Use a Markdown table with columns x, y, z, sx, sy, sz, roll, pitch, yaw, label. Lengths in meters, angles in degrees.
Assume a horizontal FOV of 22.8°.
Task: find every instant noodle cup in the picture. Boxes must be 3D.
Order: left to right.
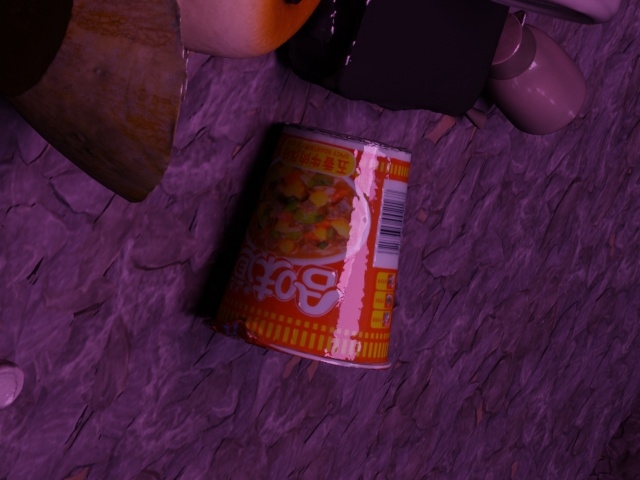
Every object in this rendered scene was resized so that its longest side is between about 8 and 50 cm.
| x | y | z | sx | sy | sz | roll | pitch | yaw | label |
| --- | --- | --- | --- | --- | --- | --- | --- | --- | --- |
| 0.000 | 0.000 | 1.536 | 0.193 | 0.193 | 0.212 | 6 | 98 | -61 | instant noodle cup |

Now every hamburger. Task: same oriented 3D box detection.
| x | y | z | sx | sy | sz | roll | pitch | yaw | label |
| --- | --- | --- | --- | --- | --- | --- | --- | --- | --- |
| -0.067 | -0.246 | 1.242 | 0.237 | 0.147 | 0.237 | -57 | 162 | -31 | hamburger |

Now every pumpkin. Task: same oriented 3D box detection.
| x | y | z | sx | sy | sz | roll | pitch | yaw | label |
| --- | --- | --- | --- | --- | --- | --- | --- | --- | --- |
| -0.176 | -0.139 | 1.119 | 0.110 | 0.217 | 0.217 | 3 | 113 | -25 | pumpkin |

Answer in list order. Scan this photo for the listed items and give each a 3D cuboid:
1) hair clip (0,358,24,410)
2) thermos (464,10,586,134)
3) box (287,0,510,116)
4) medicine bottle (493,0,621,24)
| x | y | z | sx | sy | sz | roll | pitch | yaw | label |
| --- | --- | --- | --- | --- | --- | --- | --- | --- | --- |
| -0.319 | 0.128 | 1.191 | 0.146 | 0.075 | 0.257 | -66 | 159 | 7 | hair clip |
| 0.217 | -0.189 | 1.828 | 0.137 | 0.105 | 0.193 | -42 | 152 | 9 | thermos |
| 0.115 | -0.304 | 1.566 | 0.350 | 0.091 | 0.359 | -4 | 115 | -60 | box |
| 0.240 | -0.359 | 1.488 | 0.157 | 0.157 | 0.288 | 10 | 97 | -61 | medicine bottle |
